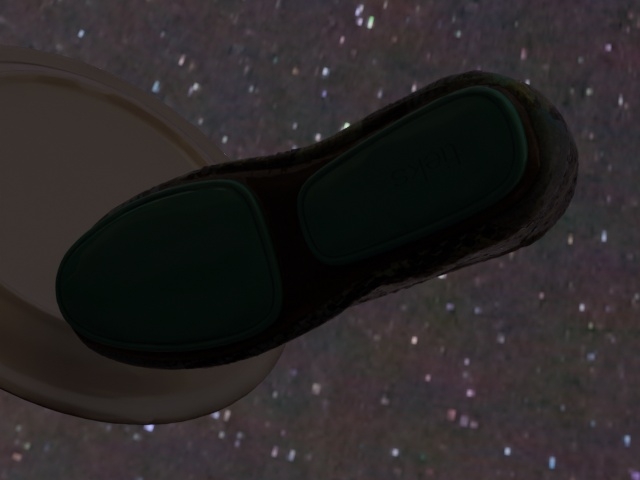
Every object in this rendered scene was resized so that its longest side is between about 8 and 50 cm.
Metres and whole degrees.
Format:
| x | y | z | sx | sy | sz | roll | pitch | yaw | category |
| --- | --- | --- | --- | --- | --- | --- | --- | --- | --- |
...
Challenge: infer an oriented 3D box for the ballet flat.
| x | y | z | sx | sy | sz | roll | pitch | yaw | category |
| --- | --- | --- | --- | --- | --- | --- | --- | --- | --- |
| 0.000 | 0.000 | 0.461 | 0.188 | 0.070 | 0.070 | -16 | -53 | 30 | ballet flat |

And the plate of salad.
| x | y | z | sx | sy | sz | roll | pitch | yaw | category |
| --- | --- | --- | --- | --- | --- | --- | --- | --- | --- |
| -0.103 | -0.003 | 0.578 | 0.199 | 0.200 | 0.048 | 29 | -53 | -14 | plate of salad |
